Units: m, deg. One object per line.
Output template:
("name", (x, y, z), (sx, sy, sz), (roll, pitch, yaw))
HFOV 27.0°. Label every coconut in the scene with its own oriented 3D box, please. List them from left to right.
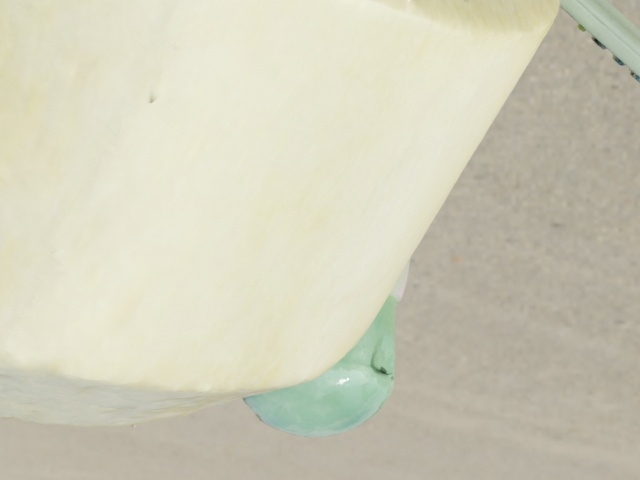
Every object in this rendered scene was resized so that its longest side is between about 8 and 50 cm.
("coconut", (-0.073, -0.098, 0.474), (0.323, 0.323, 0.323), (4, 162, 1))

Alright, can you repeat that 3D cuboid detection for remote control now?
("remote control", (0.133, -0.077, 0.556), (0.124, 0.018, 0.053), (42, -165, 0))

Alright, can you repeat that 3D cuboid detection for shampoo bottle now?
("shampoo bottle", (0.000, 0.000, 1.190), (0.151, 0.350, 0.222), (-3, 163, 25))
